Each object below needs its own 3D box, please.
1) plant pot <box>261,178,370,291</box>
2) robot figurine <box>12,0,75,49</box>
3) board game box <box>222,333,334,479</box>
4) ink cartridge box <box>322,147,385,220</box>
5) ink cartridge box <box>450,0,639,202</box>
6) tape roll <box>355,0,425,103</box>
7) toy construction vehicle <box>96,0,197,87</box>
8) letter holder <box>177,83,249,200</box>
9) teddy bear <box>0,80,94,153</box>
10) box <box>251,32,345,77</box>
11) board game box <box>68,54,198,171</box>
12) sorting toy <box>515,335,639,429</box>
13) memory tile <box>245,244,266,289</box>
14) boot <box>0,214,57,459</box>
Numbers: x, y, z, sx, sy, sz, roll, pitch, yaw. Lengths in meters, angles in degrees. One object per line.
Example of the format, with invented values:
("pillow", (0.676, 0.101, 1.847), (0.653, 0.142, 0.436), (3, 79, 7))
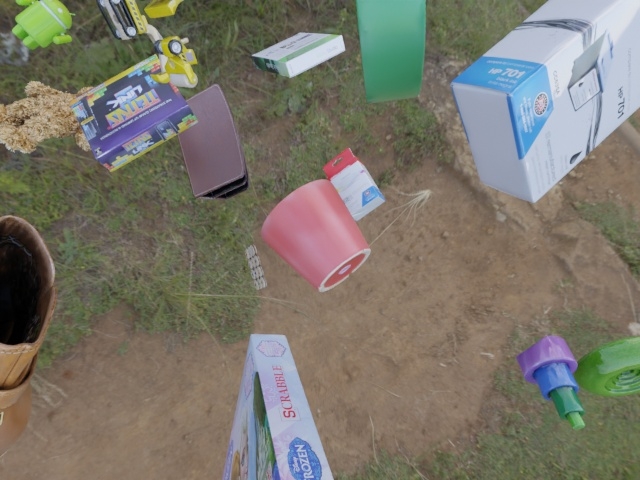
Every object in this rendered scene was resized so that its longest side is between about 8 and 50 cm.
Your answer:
("plant pot", (0.000, 0.000, 1.234), (0.275, 0.275, 0.243), (-37, 73, -7))
("robot figurine", (-0.551, -0.434, 0.828), (0.115, 0.067, 0.101), (-43, 108, -7))
("board game box", (-0.081, 0.357, 0.601), (0.065, 0.318, 0.319), (8, 108, -19))
("ink cartridge box", (0.118, -0.205, 1.511), (0.134, 0.078, 0.231), (-35, 66, 19))
("ink cartridge box", (0.246, -0.157, 0.433), (0.190, 0.140, 0.082), (-40, 38, -5))
("tape roll", (0.083, -0.354, 0.555), (0.077, 0.321, 0.322), (-5, 78, 8))
("toy construction vehicle", (-0.132, -0.175, 0.333), (0.085, 0.098, 0.035), (14, 49, 37))
("letter holder", (-0.313, -0.307, 1.321), (0.214, 0.152, 0.302), (-20, 84, 25))
("teddy bear", (-0.723, -0.349, 1.150), (0.337, 0.113, 0.245), (-12, 56, -32))
("box", (-0.089, -0.679, 1.507), (0.232, 0.059, 0.322), (-32, 36, -13))
("board game box", (-0.316, -0.218, 0.702), (0.170, 0.048, 0.141), (-33, 67, -7))
("sorting toy", (0.440, 0.211, 0.536), (0.365, 0.127, 0.126), (9, 42, -11))
("memory tile", (-0.219, 0.091, 1.391), (0.012, 0.113, 0.148), (-15, 86, -27))
("boot", (-0.324, 0.056, 0.375), (0.220, 0.109, 0.283), (-52, 52, 25))
